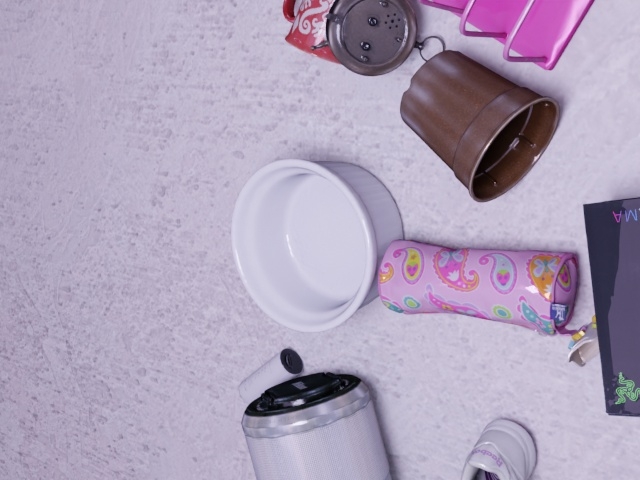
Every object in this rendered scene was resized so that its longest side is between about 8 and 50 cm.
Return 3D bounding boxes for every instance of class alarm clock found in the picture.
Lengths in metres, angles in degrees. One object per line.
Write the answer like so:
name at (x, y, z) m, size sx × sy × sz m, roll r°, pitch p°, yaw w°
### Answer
alarm clock at (0.093, -0.299, 1.115) m, size 0.192 × 0.064 × 0.129 m, roll 13°, pitch 108°, yaw -13°

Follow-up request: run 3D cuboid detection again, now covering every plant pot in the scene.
plant pot at (0.208, -0.166, 1.056) m, size 0.165 × 0.167 × 0.167 m, roll 45°, pitch 123°, yaw 30°

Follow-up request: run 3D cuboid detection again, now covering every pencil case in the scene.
pencil case at (0.226, 0.065, 1.109) m, size 0.284 × 0.124 × 0.124 m, roll 6°, pitch 104°, yaw 33°

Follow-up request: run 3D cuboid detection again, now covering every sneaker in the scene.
sneaker at (0.245, 0.427, 1.156) m, size 0.114 × 0.152 × 0.305 m, roll 7°, pitch 106°, yaw 33°

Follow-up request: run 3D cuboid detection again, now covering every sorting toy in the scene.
sorting toy at (0.364, 0.139, 1.051) m, size 0.045 × 0.075 × 0.083 m, roll 50°, pitch 124°, yaw 17°

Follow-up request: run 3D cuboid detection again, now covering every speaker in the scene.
speaker at (-0.092, 0.253, 1.424) m, size 0.136 × 0.055 × 0.055 m, roll -42°, pitch 75°, yaw 34°

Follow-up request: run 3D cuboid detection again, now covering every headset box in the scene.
headset box at (0.465, 0.079, 0.916) m, size 0.246 × 0.131 × 0.283 m, roll -5°, pitch 92°, yaw 37°

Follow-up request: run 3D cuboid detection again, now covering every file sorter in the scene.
file sorter at (0.202, -0.380, 0.989) m, size 0.291 × 0.182 × 0.202 m, roll 40°, pitch 120°, yaw 23°

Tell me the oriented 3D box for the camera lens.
camera lens at (0.001, 0.371, 1.279) m, size 0.219 × 0.219 × 0.274 m, roll -14°, pitch 92°, yaw 37°

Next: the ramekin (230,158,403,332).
ramekin at (0.000, 0.000, 1.251) m, size 0.277 × 0.135 × 0.277 m, roll 9°, pitch 105°, yaw 35°

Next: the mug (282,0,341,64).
mug at (0.011, -0.373, 1.172) m, size 0.150 × 0.113 × 0.169 m, roll 26°, pitch 112°, yaw 8°
